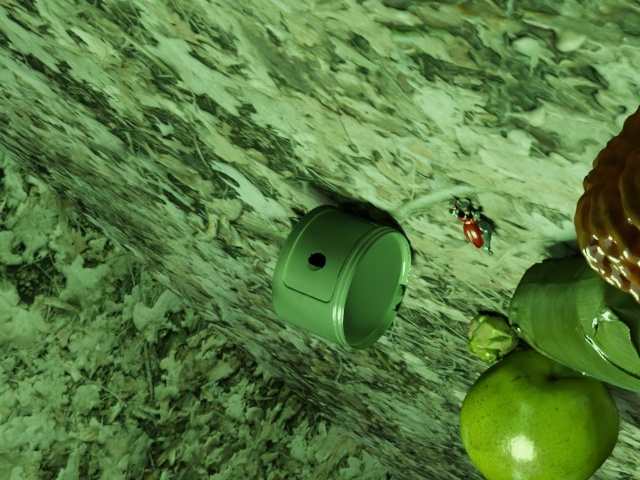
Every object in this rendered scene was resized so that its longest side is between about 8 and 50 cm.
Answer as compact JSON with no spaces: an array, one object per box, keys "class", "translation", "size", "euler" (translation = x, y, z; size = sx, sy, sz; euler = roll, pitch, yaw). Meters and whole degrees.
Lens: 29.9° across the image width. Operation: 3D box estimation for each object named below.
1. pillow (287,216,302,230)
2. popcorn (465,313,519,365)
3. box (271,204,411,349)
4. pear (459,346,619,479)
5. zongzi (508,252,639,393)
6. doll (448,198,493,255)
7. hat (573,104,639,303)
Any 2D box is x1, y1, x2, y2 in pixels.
[{"class":"pillow","translation":[0.001,-0.002,2.293],"size":[0.136,0.055,0.091],"euler":[23,180,33]},{"class":"popcorn","translation":[0.321,0.184,2.225],"size":[0.097,0.089,0.109],"euler":[22,162,-8]},{"class":"box","translation":[0.040,0.065,2.108],"size":[0.149,0.226,0.226],"euler":[20,161,30]},{"class":"pear","translation":[0.402,0.340,2.197],"size":[0.294,0.294,0.294],"euler":[28,164,9]},{"class":"zongzi","translation":[0.480,0.150,1.706],"size":[0.393,0.174,0.356],"euler":[29,169,-15]},{"class":"doll","translation":[0.238,-0.020,1.845],"size":[0.057,0.039,0.114],"euler":[-18,125,31]},{"class":"hat","translation":[0.435,0.029,1.111],"size":[0.400,0.285,0.285],"euler":[49,162,-3]}]
